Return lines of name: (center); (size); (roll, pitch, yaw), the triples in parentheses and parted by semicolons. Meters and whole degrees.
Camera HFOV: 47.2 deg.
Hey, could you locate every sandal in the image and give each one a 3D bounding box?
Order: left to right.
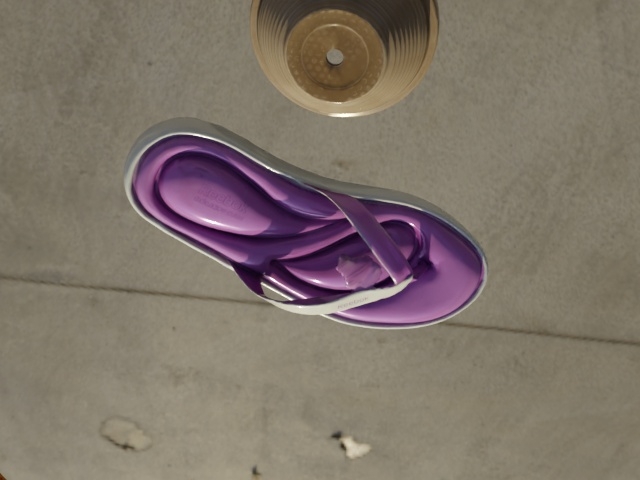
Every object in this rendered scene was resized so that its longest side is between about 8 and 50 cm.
sandal: (-0.006, 0.013, 0.759); (0.416, 0.102, 0.169); (19, 114, -18)

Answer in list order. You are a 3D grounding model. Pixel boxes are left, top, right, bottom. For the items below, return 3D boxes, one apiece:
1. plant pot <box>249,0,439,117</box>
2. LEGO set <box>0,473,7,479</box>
plant pot: (0.024, -0.243, 0.882); (0.237, 0.110, 0.237); (5, 126, 6)
LEGO set: (-0.208, 0.184, 0.360); (0.087, 0.227, 0.093); (35, 99, 23)
